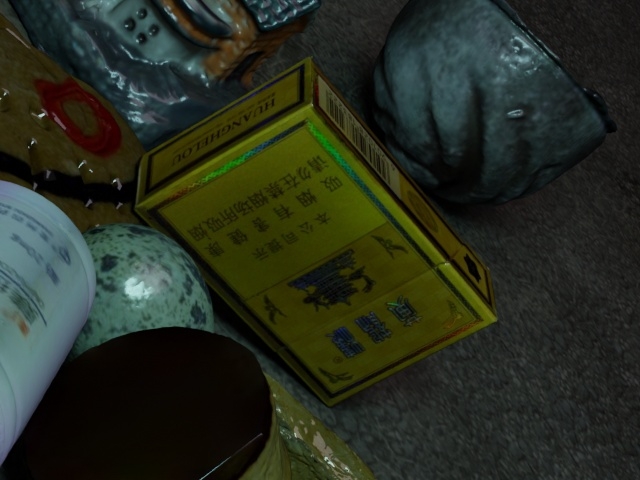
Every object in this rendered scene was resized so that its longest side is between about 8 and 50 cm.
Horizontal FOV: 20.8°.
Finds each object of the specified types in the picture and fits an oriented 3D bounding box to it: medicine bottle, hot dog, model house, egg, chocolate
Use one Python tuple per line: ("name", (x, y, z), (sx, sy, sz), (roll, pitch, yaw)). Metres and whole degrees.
("medicine bottle", (-0.259, 0.078, 1.186), (0.152, 0.152, 0.254), (44, 26, -12))
("hot dog", (-0.018, 0.193, 1.487), (0.242, 0.084, 0.073), (44, 28, -10))
("model house", (-0.119, -0.270, 1.675), (0.271, 0.301, 0.190), (58, 28, 11))
("egg", (-0.150, 0.065, 1.393), (0.132, 0.132, 0.172), (-92, 163, -50))
("chocolate", (0.173, -0.159, 2.070), (0.303, 0.213, 0.303), (43, 3, -2))

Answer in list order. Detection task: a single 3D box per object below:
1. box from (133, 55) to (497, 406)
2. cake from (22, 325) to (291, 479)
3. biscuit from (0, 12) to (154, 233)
("box", (0.000, 0.000, 1.578), (0.301, 0.193, 0.084), (48, 25, -32))
("cake", (-0.111, 0.185, 1.277), (0.208, 0.185, 0.178), (-110, -175, -56))
("biscuit", (-0.280, -0.104, 1.488), (0.367, 0.063, 0.314), (24, 38, -40))
